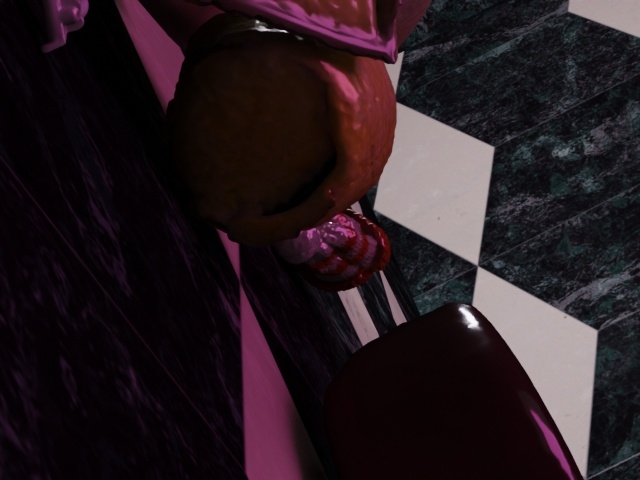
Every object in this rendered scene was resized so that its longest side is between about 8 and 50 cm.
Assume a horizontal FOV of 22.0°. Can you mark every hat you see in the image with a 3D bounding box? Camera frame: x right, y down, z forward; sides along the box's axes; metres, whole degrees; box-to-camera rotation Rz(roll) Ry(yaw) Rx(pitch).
[{"bbox_3d":[0.000,0.000,1.730,0.112,0.094,0.162,24,-3,22],"label":"hat"}]

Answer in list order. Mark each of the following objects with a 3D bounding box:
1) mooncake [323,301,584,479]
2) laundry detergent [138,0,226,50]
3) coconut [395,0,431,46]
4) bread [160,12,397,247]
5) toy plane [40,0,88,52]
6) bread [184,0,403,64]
[{"bbox_3d":[0.116,0.216,1.272,0.334,0.174,0.326,62,1,29],"label":"mooncake"},{"bbox_3d":[-0.097,-0.235,1.376,0.088,0.159,0.335,-7,-56,51],"label":"laundry detergent"},{"bbox_3d":[-0.020,-0.354,1.945,0.360,0.346,0.346,57,0,37],"label":"coconut"},{"bbox_3d":[-0.040,-0.090,1.289,0.197,0.197,0.170,62,18,-8],"label":"bread"},{"bbox_3d":[-0.172,-0.202,1.003,0.174,0.080,0.174,-8,90,-89],"label":"toy plane"},{"bbox_3d":[-0.079,-0.374,1.153,0.242,0.345,0.405,-119,-140,-54],"label":"bread"}]
